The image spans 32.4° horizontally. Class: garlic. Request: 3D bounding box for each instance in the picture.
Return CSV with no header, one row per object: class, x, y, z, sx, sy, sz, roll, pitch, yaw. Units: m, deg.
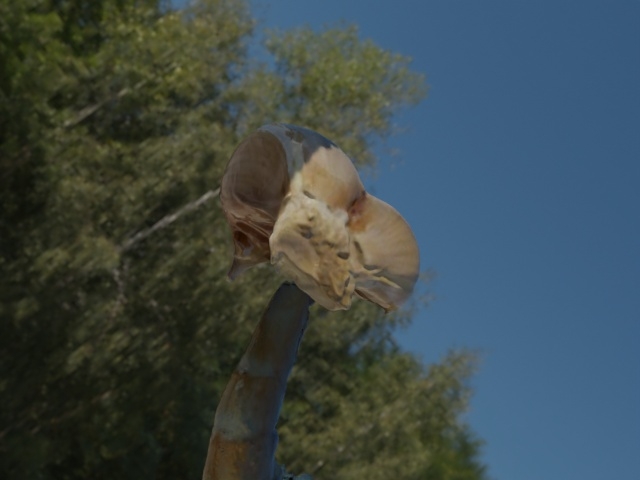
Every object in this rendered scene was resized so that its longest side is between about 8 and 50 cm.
garlic,0.000,-0.007,0.843,0.174,0.124,0.099,38,-24,-19

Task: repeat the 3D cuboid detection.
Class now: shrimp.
shrimp,-0.051,0.180,0.964,0.068,0.185,0.287,5,-72,22
